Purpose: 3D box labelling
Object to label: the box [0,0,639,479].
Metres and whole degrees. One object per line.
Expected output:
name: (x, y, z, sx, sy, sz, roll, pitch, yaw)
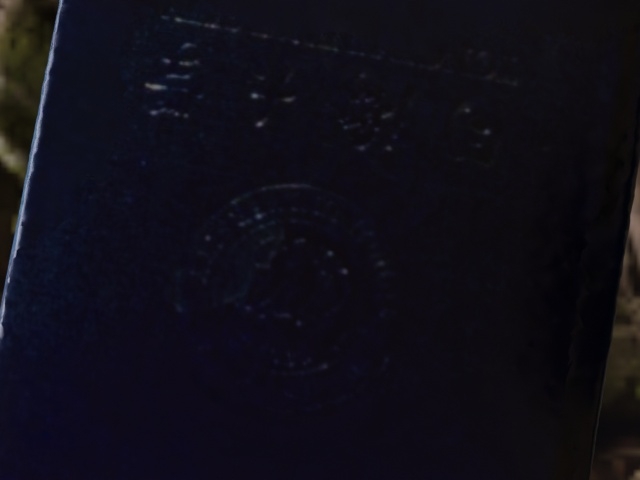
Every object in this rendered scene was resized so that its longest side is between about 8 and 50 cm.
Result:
box: (0.000, 0.000, 0.812, 0.116, 0.261, 0.279, 99, -179, -82)
